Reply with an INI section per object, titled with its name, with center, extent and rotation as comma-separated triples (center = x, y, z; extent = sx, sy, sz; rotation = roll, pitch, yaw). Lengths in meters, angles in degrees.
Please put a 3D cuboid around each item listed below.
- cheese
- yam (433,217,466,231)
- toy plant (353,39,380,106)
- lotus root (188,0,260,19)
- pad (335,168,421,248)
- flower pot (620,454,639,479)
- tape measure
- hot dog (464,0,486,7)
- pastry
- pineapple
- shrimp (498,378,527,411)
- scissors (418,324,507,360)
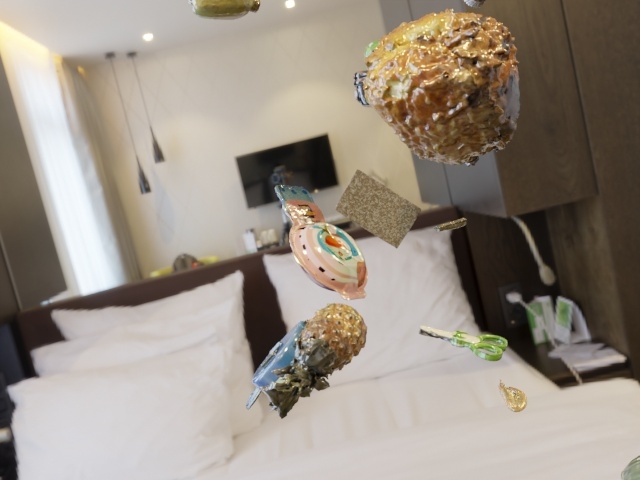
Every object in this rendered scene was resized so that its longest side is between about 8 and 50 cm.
[cheese]
center = 0.000, 0.000, 1.248
extent = 0.188, 0.286, 0.074
rotation = 3, -42, -46
[yam]
center = 0.433, -0.048, 2.150
extent = 0.129, 0.027, 0.033
rotation = -15, -16, -26
[toy plant]
center = 0.199, -0.573, 2.179
extent = 0.175, 0.235, 0.218
rotation = 2, 7, 7
[lotus root]
center = -0.217, -0.553, 1.473
extent = 0.183, 0.090, 0.077
rotation = -11, -13, -33
[pad]
center = 0.176, -0.096, 1.976
extent = 0.158, 0.235, 0.003
rotation = -60, -6, 27
[flower pot]
center = 0.626, 0.494, 1.160
extent = 0.157, 0.189, 0.243
rotation = 3, 21, 25
[tape measure]
center = -0.143, 0.389, 1.827
extent = 0.351, 0.098, 0.215
rotation = -50, 3, 14
[hot dog]
center = 0.408, -0.697, 1.640
extent = 0.108, 0.191, 0.059
rotation = 21, -5, -32
[pastry]
center = 0.319, -0.378, 1.560
extent = 0.337, 0.405, 0.292
rotation = -27, 31, 47
[pineapple]
center = -0.013, 0.256, 1.413
extent = 0.310, 0.141, 0.170
rotation = -40, -10, -46
[shrimp]
center = 0.525, 0.420, 1.749
extent = 0.059, 0.023, 0.108
rotation = -23, 42, 6
[scissors]
center = 0.329, 0.231, 1.498
extent = 0.204, 0.027, 0.101
rotation = 12, 20, 28
